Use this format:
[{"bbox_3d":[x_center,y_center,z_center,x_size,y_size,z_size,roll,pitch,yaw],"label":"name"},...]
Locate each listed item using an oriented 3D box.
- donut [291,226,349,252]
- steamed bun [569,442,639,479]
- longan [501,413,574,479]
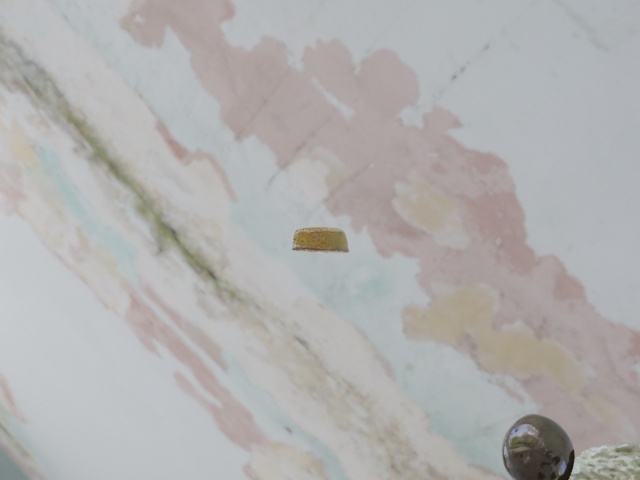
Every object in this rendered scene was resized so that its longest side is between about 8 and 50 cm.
[{"bbox_3d":[0.000,0.000,1.596,0.108,0.097,0.043,-163,-105,-83],"label":"donut"},{"bbox_3d":[0.460,0.435,1.381,0.290,0.272,0.273,23,-19,38],"label":"steamed bun"},{"bbox_3d":[0.294,0.297,1.346,0.106,0.106,0.119,32,-45,25],"label":"longan"}]
